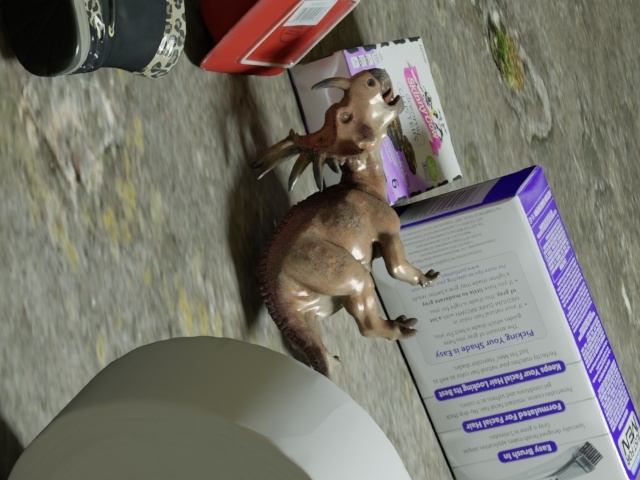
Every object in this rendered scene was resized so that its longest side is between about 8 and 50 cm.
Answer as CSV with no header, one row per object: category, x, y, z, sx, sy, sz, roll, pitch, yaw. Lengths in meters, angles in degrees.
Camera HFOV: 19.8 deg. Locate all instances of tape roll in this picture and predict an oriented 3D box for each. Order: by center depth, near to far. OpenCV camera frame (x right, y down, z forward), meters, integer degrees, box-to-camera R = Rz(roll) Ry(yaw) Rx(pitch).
tape roll,-0.075,0.213,1.266,0.286,0.286,0.100,66,28,-15

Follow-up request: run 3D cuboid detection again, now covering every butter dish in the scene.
butter dish,-0.050,-0.241,1.731,0.118,0.160,0.160,55,24,15

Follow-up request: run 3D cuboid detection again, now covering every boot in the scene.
boot,-0.191,-0.245,1.510,0.178,0.085,0.236,0,82,-64

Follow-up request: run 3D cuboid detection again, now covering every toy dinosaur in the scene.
toy dinosaur,0.000,0.000,1.702,0.200,0.127,0.296,48,48,-27

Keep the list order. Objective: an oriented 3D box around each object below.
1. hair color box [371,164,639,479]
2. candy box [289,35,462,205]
hair color box,0.195,0.110,1.920,0.339,0.185,0.110,68,27,-12
candy box,0.062,-0.121,1.920,0.196,0.070,0.165,-22,95,-62
